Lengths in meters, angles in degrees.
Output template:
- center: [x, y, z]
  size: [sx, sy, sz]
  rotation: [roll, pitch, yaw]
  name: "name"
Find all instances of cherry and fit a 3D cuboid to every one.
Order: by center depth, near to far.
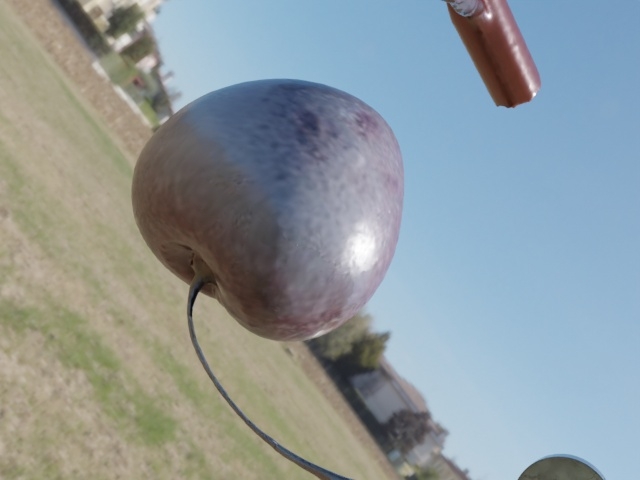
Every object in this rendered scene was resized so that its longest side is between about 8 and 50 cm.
- center: [0.004, -0.001, 0.395]
  size: [0.188, 0.115, 0.148]
  rotation: [35, 27, 21]
  name: "cherry"

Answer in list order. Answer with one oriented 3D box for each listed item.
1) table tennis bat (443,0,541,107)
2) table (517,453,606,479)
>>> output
- center: [0.081, -0.276, 0.674]
  size: [0.415, 0.051, 0.268]
  rotation: [51, 25, -35]
  name: "table tennis bat"
- center: [0.332, 0.361, 1.141]
  size: [0.133, 0.133, 0.043]
  rotation: [52, 11, 18]
  name: "table"
